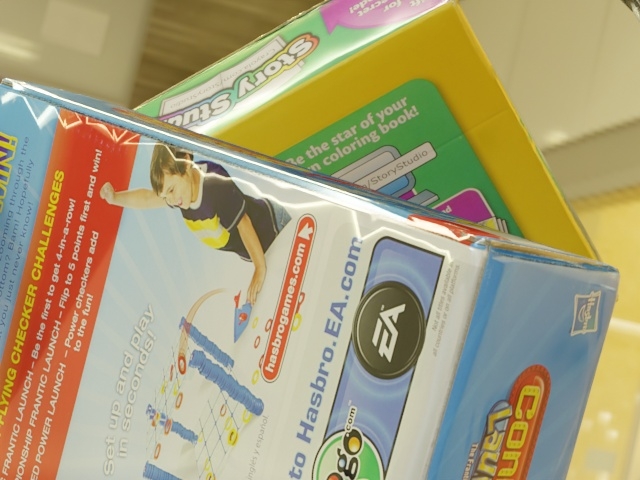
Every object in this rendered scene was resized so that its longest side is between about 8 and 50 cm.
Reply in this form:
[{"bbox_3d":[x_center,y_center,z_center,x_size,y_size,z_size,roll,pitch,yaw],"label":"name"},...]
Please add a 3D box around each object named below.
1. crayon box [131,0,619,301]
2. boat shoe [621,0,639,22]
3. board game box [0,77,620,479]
[{"bbox_3d":[0.000,0.000,1.277,0.313,0.363,0.106,56,10,-33],"label":"crayon box"},{"bbox_3d":[0.196,-0.130,0.739,0.119,0.121,0.335,34,19,-52],"label":"boat shoe"},{"bbox_3d":[-0.055,0.114,0.696,0.086,0.308,0.302,9,9,-45],"label":"board game box"}]
